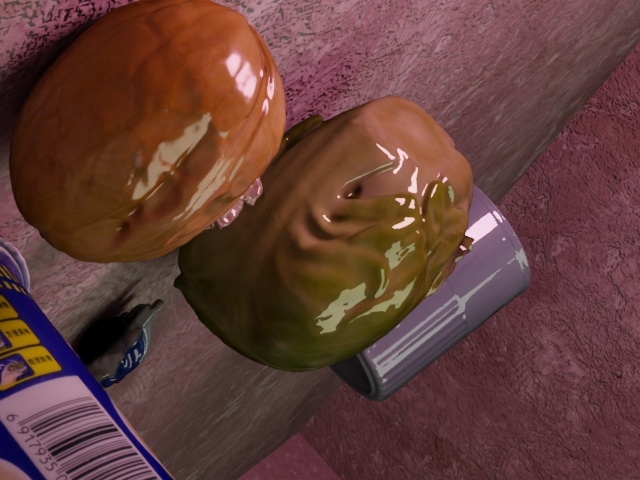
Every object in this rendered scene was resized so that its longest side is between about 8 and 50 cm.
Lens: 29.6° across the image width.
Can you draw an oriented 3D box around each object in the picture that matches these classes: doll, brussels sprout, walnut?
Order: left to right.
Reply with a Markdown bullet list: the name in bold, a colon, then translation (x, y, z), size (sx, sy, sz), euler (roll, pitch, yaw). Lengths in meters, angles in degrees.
- **doll**: translation (-0.242, 0.130, 1.351), size (0.195, 0.070, 0.096), euler (-44, -161, 17)
- **walnut**: translation (-0.119, -0.073, 0.823), size (0.207, 0.159, 0.159), euler (-45, 168, 6)
- **brussels sprout**: translation (0.000, 0.000, 1.275), size (0.328, 0.247, 0.328), euler (-45, -174, 6)

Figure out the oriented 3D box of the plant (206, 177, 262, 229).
- **plant**: translation (-0.101, -0.074, 1.037), size (0.116, 0.104, 0.122), euler (-63, 164, -54)

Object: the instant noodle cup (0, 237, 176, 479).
- **instant noodle cup**: translation (-0.229, 0.193, 0.875), size (0.284, 0.312, 0.284), euler (-41, 156, -22)

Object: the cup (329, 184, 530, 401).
- **cup**: translation (0.110, 0.057, 1.943), size (0.311, 0.331, 0.257), euler (-38, 134, -17)
